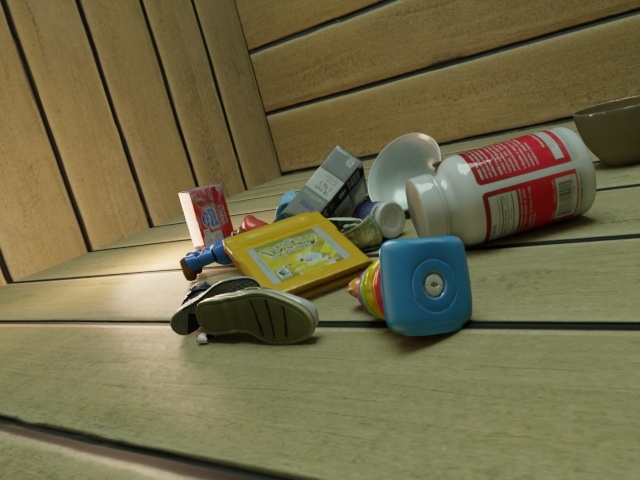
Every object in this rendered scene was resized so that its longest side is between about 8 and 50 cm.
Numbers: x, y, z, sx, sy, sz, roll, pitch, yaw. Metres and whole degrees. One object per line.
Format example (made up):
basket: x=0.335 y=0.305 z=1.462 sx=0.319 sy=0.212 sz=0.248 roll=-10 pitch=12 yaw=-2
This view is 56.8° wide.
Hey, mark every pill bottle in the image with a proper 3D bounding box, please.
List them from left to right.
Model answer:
pill bottle: x=0.156 y=-0.062 z=1.794 sx=0.112 sy=0.112 sz=0.186 roll=-23 pitch=15 yaw=-33
pill bottle: x=0.430 y=-0.120 z=1.451 sx=0.407 sy=0.229 sz=0.229 roll=-15 pitch=12 yaw=-3

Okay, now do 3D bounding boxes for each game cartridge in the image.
game cartridge: x=-0.066 y=0.037 z=1.505 sx=0.285 sy=0.053 sz=0.324 roll=-20 pitch=35 yaw=-20

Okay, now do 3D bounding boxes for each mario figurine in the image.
mario figurine: x=-0.274 y=0.051 z=1.881 sx=0.320 sy=0.170 sz=0.198 roll=-23 pitch=47 yaw=10

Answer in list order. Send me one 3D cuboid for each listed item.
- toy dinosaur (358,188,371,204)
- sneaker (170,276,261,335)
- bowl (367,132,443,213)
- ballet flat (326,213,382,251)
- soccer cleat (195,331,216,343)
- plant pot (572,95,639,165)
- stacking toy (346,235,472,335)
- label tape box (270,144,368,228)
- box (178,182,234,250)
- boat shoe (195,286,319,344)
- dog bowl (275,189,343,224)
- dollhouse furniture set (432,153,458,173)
toy dinosaur: x=0.147 y=-0.171 z=2.420 sx=0.268 sy=0.064 sz=0.118 roll=-18 pitch=-2 yaw=-14
sneaker: x=-0.240 y=0.130 z=1.413 sx=0.226 sy=0.086 sz=0.163 roll=-25 pitch=12 yaw=7
bowl: x=0.318 y=-0.209 z=2.040 sx=0.297 sy=0.298 sz=0.134 roll=-4 pitch=-24 yaw=41
ballet flat: x=0.000 y=0.000 z=1.698 sx=0.348 sy=0.123 sz=0.123 roll=-13 pitch=12 yaw=8
soccer cleat: x=-0.237 y=0.200 z=1.293 sx=0.035 sy=0.029 sz=0.083 roll=2 pitch=22 yaw=29
plant pot: x=0.980 y=-0.348 z=1.909 sx=0.284 sy=0.191 sz=0.284 roll=-14 pitch=13 yaw=3
stacking toy: x=0.128 y=0.090 z=1.113 sx=0.175 sy=0.166 sz=0.302 roll=-4 pitch=-5 yaw=-25
label tape box: x=0.000 y=-0.096 z=1.823 sx=0.334 sy=0.106 sz=0.241 roll=-51 pitch=-17 yaw=-8
box: x=-0.406 y=-0.069 z=2.151 sx=0.128 sy=0.257 sz=0.122 roll=-22 pitch=15 yaw=-29
boat shoe: x=-0.118 y=0.140 z=1.213 sx=0.302 sy=0.113 sz=0.103 roll=0 pitch=16 yaw=36
dog bowl: x=-0.031 y=-0.099 z=2.095 sx=0.297 sy=0.166 sz=0.074 roll=-8 pitch=25 yaw=29
dollhouse furniture set: x=0.492 y=-0.202 z=1.818 sx=0.242 sy=0.161 sz=0.212 roll=-15 pitch=6 yaw=43
